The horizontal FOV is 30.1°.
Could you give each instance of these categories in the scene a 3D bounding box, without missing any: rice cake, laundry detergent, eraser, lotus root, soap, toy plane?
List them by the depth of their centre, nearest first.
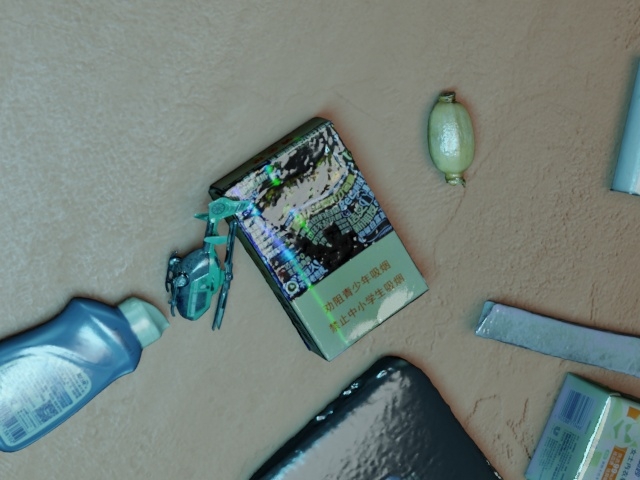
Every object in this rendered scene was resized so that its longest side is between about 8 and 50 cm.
[{"bbox_3d":[-0.350,0.165,1.657,0.290,0.094,0.143,-32,101,-16],"label":"laundry detergent"},{"bbox_3d":[-0.164,0.037,1.684,0.096,0.060,0.235,1,126,-18],"label":"toy plane"},{"bbox_3d":[0.199,-0.151,1.818,0.073,0.062,0.150,-11,100,-18],"label":"lotus root"},{"bbox_3d":[0.574,-0.175,1.942,0.174,0.081,0.226,10,95,-21],"label":"eraser"},{"bbox_3d":[0.404,0.163,1.944,0.365,0.056,0.072,13,93,-21],"label":"rice cake"},{"bbox_3d":[0.470,0.345,1.953,0.182,0.138,0.199,23,89,-23],"label":"soap"}]

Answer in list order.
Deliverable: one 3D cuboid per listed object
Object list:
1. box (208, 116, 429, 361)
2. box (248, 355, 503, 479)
[{"bbox_3d":[0.000,0.000,1.758,0.198,0.084,0.310,-35,108,-11],"label":"box"},{"bbox_3d":[0.096,0.404,1.853,0.350,0.091,0.359,-40,109,-11],"label":"box"}]
